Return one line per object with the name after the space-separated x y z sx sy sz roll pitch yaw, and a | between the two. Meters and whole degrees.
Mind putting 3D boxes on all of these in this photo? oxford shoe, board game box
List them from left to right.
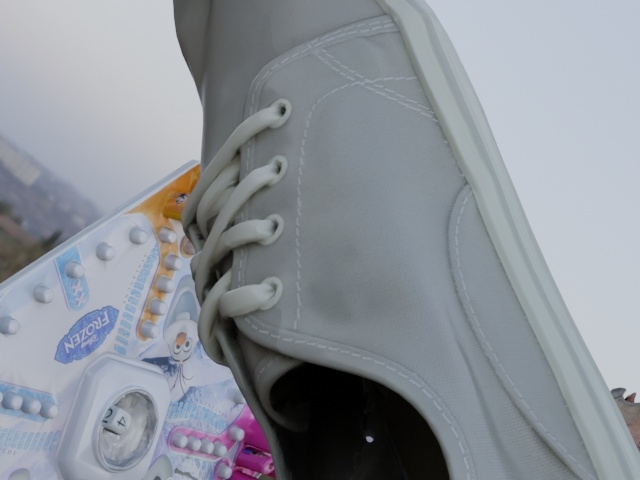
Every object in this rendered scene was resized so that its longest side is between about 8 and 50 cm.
-0.181 0.178 1.086 0.050 0.390 0.390 11 -55 34 | board game box
0.000 0.000 0.525 0.449 0.130 0.169 67 -33 30 | oxford shoe

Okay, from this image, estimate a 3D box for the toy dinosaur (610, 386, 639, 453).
0.228 0.287 1.143 0.200 0.296 0.127 15 20 8 | toy dinosaur
